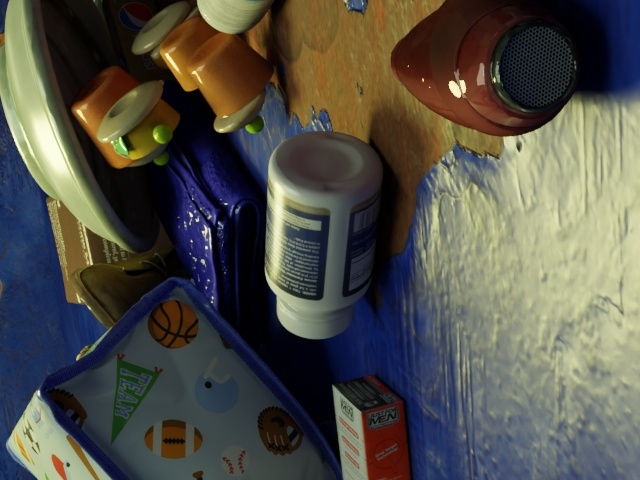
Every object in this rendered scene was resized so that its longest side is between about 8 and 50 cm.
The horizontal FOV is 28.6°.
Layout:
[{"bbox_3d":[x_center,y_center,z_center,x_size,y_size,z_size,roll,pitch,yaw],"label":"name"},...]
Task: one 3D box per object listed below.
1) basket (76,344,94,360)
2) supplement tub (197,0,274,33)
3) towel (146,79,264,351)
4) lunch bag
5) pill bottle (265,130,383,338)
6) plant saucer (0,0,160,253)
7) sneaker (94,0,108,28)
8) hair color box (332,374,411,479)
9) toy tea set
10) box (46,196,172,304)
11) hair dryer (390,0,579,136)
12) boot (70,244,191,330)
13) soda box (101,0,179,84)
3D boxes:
[{"bbox_3d":[-0.293,0.286,1.626,0.213,0.223,0.299,14,92,52],"label":"basket"},{"bbox_3d":[-0.072,-0.241,1.165,0.107,0.071,0.071,146,111,-69],"label":"supplement tub"},{"bbox_3d":[-0.151,-0.032,1.521,0.308,0.076,0.227,-124,29,-49],"label":"towel"},{"bbox_3d":[-0.117,0.262,1.336,0.385,0.239,0.328,48,156,2],"label":"lunch bag"},{"bbox_3d":[0.000,0.000,1.063,0.094,0.094,0.169,-121,26,-44],"label":"pill bottle"},{"bbox_3d":[-0.319,-0.164,1.596,0.400,0.101,0.400,-18,-90,-84],"label":"plant saucer"},{"bbox_3d":[-0.305,-0.335,1.805,0.106,0.101,0.267,23,123,38],"label":"sneaker"},{"bbox_3d":[0.049,0.200,1.126,0.072,0.043,0.141,-145,45,-64],"label":"hair color box"},{"bbox_3d":[-0.148,-0.144,1.352,0.124,0.200,0.336,48,175,-25],"label":"toy tea set"},{"bbox_3d":[-0.329,0.001,1.978,0.381,0.143,0.191,172,87,-70],"label":"box"},{"bbox_3d":[0.106,-0.169,0.725,0.293,0.080,0.223,118,153,-55],"label":"hair dryer"},{"bbox_3d":[-0.231,0.050,1.604,0.112,0.115,0.305,52,-174,0],"label":"boot"},{"bbox_3d":[-0.238,-0.255,1.661,0.058,0.061,0.181,117,138,-62],"label":"soda box"}]
